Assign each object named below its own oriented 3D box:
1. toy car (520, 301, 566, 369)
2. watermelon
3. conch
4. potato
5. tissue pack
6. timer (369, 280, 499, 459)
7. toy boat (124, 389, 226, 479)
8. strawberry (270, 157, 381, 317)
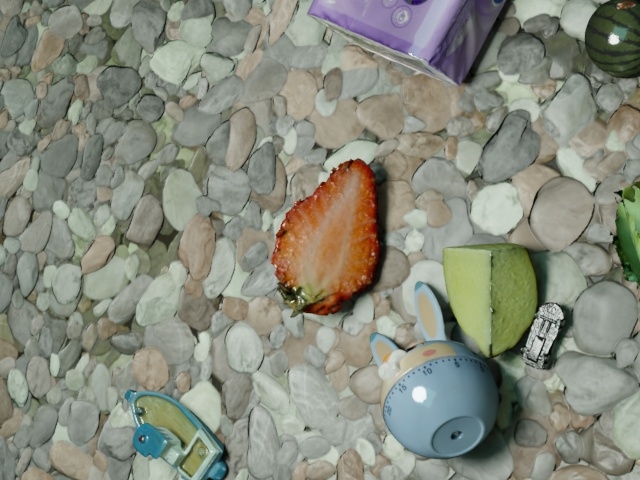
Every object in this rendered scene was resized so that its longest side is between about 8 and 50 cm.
[{"bbox_3d":[0.301,0.127,1.470,0.041,0.025,0.093,25,96,33],"label":"toy car"},{"bbox_3d":[0.410,-0.263,1.439,0.105,0.105,0.133,-59,38,7],"label":"watermelon"},{"bbox_3d":[0.438,0.006,1.341,0.250,0.137,0.143,44,104,33],"label":"conch"},{"bbox_3d":[0.233,0.076,1.517,0.120,0.081,0.149,-169,77,-64],"label":"potato"},{"bbox_3d":[0.170,-0.425,1.607,0.242,0.160,0.338,31,96,33],"label":"tissue pack"},{"bbox_3d":[0.133,0.177,1.487,0.175,0.175,0.255,-46,59,16],"label":"timer"},{"bbox_3d":[-0.243,0.306,1.741,0.215,0.102,0.088,38,98,34],"label":"toy boat"},{"bbox_3d":[0.005,0.005,1.640,0.236,0.175,0.107,-44,17,-21],"label":"strawberry"}]
